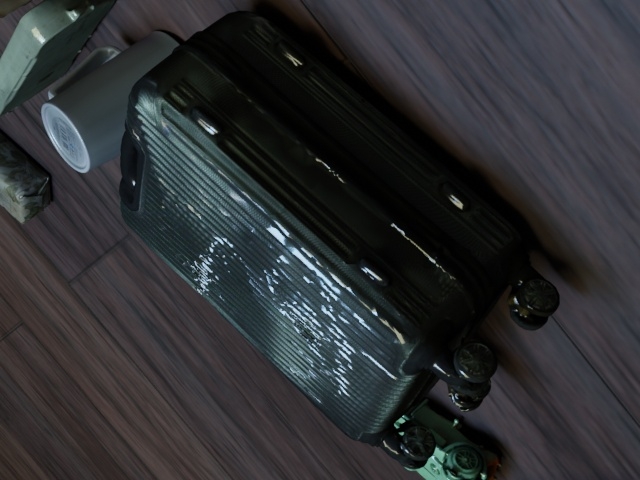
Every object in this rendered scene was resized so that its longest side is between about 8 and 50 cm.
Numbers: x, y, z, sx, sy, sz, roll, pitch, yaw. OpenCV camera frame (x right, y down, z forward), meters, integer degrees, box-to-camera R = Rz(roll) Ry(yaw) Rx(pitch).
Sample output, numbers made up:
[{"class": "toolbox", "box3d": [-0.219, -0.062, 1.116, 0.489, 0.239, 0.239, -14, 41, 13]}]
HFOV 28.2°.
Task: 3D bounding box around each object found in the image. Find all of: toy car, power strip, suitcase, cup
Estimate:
[{"class": "toy car", "box3d": [0.081, 0.163, 1.063, 0.143, 0.054, 0.073, 39, 150, 24]}, {"class": "power strip", "box3d": [-0.232, -0.158, 1.065, 0.029, 0.080, 0.227, 53, 151, -4]}, {"class": "suitcase", "box3d": [0.000, 0.000, 0.889, 0.312, 0.128, 0.202, 41, 151, 12]}, {"class": "cup", "box3d": [-0.161, -0.114, 0.994, 0.104, 0.116, 0.074, 39, 150, 31]}]

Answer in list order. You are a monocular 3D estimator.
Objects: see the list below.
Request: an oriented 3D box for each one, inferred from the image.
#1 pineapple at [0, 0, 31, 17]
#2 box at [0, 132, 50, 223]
[{"class": "pineapple", "box3d": [-0.332, -0.285, 0.974, 0.310, 0.170, 0.141, 36, 122, 30]}, {"class": "box", "box3d": [-0.333, -0.070, 1.353, 0.098, 0.045, 0.062, 41, 150, 16]}]
